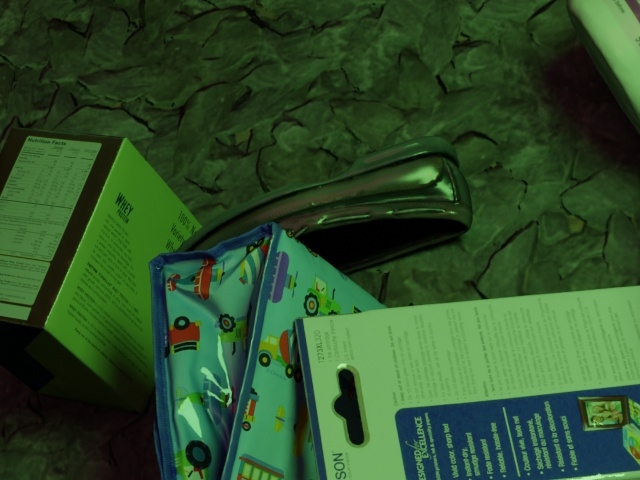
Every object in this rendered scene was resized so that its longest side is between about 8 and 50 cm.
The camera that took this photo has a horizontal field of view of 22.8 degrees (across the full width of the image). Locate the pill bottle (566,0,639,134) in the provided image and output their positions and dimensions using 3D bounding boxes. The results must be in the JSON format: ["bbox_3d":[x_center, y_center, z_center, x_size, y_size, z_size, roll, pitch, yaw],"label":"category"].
[{"bbox_3d":[0.387,-0.225,1.416,0.301,0.169,0.169,-31,54,8],"label":"pill bottle"}]

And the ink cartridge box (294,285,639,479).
[{"bbox_3d":[0.171,0.132,1.288,0.371,0.069,0.176,-4,57,-9],"label":"ink cartridge box"}]

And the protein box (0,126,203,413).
[{"bbox_3d":[-0.234,0.029,1.529,0.136,0.200,0.201,8,65,27],"label":"protein box"}]

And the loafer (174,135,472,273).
[{"bbox_3d":[0.000,0.000,1.506,0.302,0.109,0.095,-24,59,6],"label":"loafer"}]

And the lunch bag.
[{"bbox_3d":[-0.034,0.169,1.340,0.138,0.221,0.293,-16,58,28],"label":"lunch bag"}]
